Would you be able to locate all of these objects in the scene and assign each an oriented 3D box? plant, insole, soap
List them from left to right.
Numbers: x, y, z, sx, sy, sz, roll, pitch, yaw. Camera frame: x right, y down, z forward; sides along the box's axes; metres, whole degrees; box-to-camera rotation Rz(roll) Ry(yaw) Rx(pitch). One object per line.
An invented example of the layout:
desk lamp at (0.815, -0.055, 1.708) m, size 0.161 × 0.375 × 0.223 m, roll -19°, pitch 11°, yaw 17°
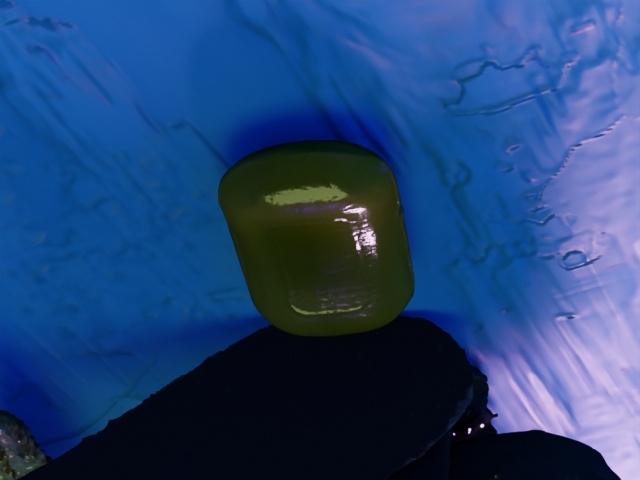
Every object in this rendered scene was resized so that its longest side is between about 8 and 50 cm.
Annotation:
insole at (-0.061, 0.123, 0.785) m, size 0.309 × 0.110 × 0.012 m, roll -28°, pitch 161°, yaw -8°
soap at (0.000, -0.001, 0.727) m, size 0.089 × 0.045 × 0.140 m, roll -8°, pitch 139°, yaw 5°
plant at (0.054, 0.163, 0.842) m, size 0.256 × 0.164 × 0.142 m, roll 2°, pitch 141°, yaw 16°

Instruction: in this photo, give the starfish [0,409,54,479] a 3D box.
starfish at (-0.168, 0.195, 0.916) m, size 0.347 × 0.078 × 0.358 m, roll 21°, pitch 141°, yaw 13°
